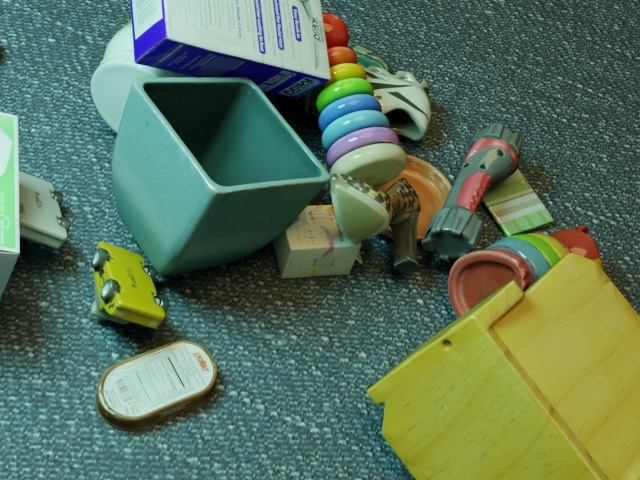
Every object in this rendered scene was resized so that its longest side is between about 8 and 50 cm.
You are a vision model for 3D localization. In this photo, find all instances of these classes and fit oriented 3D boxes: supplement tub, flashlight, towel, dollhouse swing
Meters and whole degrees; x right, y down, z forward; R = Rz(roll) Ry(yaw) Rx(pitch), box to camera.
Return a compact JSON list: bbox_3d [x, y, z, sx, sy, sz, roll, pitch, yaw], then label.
[{"bbox_3d":[-0.245,-0.328,1.785,0.228,0.228,0.316,27,52,6],"label":"supplement tub"},{"bbox_3d":[0.282,-0.087,1.777,0.103,0.103,0.304,32,46,-3],"label":"flashlight"},{"bbox_3d":[0.357,-0.076,1.884,0.113,0.023,0.152,-17,62,-22],"label":"towel"},{"bbox_3d":[0.324,0.243,1.497,0.347,0.315,0.305,52,32,4],"label":"dollhouse swing"}]

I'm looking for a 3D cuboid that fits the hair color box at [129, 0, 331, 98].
[{"bbox_3d":[-0.148,-0.362,1.653,0.339,0.110,0.185,6,71,-40],"label":"hair color box"}]

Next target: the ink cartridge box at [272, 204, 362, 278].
[{"bbox_3d":[0.000,0.000,1.687,0.143,0.090,0.092,-4,55,-17],"label":"ink cartridge box"}]

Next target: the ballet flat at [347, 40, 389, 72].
[{"bbox_3d":[0.055,-0.375,2.013,0.188,0.070,0.070,31,52,7],"label":"ballet flat"}]

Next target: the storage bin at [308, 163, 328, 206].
[{"bbox_3d":[-0.048,-0.092,1.727,0.091,0.135,0.098,11,51,-21],"label":"storage bin"}]

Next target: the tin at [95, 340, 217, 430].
[{"bbox_3d":[-0.244,0.216,1.497,0.189,0.040,0.106,-20,65,-27],"label":"tin"}]

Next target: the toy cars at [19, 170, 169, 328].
[{"bbox_3d":[-0.389,0.026,1.566,0.393,0.087,0.176,37,16,15],"label":"toy cars"}]

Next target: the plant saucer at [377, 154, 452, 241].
[{"bbox_3d":[0.149,-0.074,1.816,0.200,0.037,0.200,8,52,-10],"label":"plant saucer"}]

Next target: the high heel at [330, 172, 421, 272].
[{"bbox_3d":[0.086,-0.082,1.654,0.093,0.261,0.186,-20,48,26],"label":"high heel"}]

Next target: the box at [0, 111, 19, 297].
[{"bbox_3d":[-0.534,-0.030,1.470,0.127,0.231,0.262,9,49,-28],"label":"box"}]

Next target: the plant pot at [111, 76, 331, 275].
[{"bbox_3d":[-0.188,-0.085,1.585,0.247,0.252,0.248,-11,55,-46],"label":"plant pot"}]

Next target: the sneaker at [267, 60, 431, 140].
[{"bbox_3d":[0.055,-0.261,1.878,0.330,0.122,0.146,6,51,-9],"label":"sneaker"}]

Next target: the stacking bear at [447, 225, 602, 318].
[{"bbox_3d":[0.372,0.058,1.701,0.289,0.175,0.164,-18,26,-37],"label":"stacking bear"}]

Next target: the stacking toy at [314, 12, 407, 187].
[{"bbox_3d":[0.040,-0.257,1.773,0.141,0.141,0.330,-10,69,-21],"label":"stacking toy"}]
